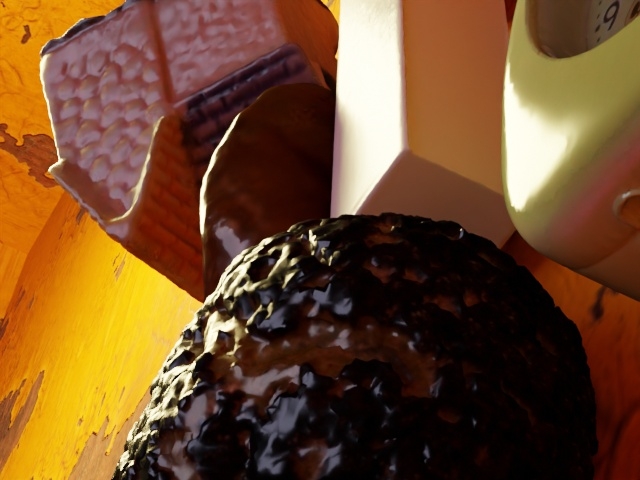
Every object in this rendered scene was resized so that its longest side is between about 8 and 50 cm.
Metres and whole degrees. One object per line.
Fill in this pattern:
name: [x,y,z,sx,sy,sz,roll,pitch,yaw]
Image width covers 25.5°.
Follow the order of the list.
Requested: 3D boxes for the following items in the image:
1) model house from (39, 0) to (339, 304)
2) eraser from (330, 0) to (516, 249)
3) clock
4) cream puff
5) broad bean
model house: [-0.078,-0.073,1.173,0.237,0.202,0.237,-23,56,12]
eraser: [0.058,-0.099,0.807,0.078,0.076,0.298,-55,21,36]
clock: [0.174,-0.140,0.567,0.235,0.096,0.308,-52,20,43]
cream puff: [0.005,0.097,0.597,0.239,0.165,0.239,-56,10,14]
broad bean: [-0.003,0.001,0.821,0.122,0.156,0.228,-48,27,34]
